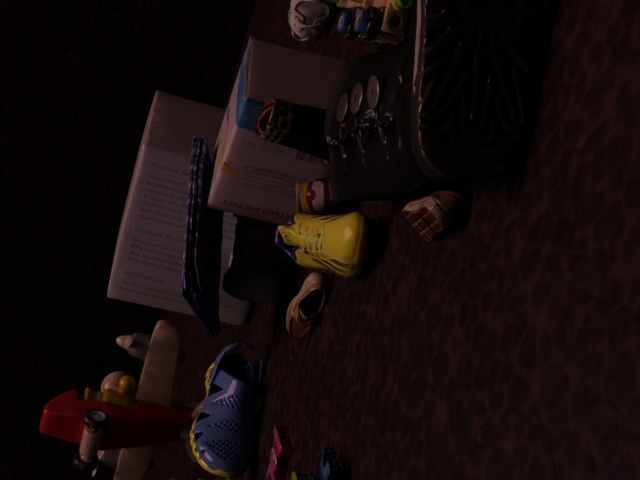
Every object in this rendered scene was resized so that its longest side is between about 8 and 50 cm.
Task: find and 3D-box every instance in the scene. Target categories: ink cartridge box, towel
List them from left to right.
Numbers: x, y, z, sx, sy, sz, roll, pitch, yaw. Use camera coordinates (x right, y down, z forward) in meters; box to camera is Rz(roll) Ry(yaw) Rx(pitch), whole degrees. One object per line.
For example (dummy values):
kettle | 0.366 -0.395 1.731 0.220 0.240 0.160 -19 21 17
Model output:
towel | -0.215 -0.004 1.953 0.243 0.040 0.335 75 -166 -64
ink cartridge box | -0.078 -0.193 1.869 0.197 0.198 0.270 -90 19 -45

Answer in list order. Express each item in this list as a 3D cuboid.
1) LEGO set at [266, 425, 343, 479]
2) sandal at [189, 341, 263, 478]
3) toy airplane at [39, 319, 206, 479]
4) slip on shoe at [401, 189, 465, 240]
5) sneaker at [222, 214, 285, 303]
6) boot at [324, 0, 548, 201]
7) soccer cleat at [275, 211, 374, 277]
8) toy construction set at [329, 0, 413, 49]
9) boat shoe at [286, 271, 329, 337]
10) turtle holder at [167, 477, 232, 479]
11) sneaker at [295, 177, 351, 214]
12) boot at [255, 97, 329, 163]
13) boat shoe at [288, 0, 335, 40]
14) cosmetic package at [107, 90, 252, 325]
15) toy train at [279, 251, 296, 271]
LEGO set | -0.007 0.345 1.285 0.227 0.087 0.093 -116 37 -61
sandal | -0.174 0.315 1.960 0.317 0.126 0.138 -94 25 -49
toy airplane | -0.429 0.403 2.409 0.386 0.384 0.272 -37 40 -6
slip on shoe | 0.131 -0.034 1.165 0.041 0.051 0.135 -38 -1 -9
sneaker | -0.124 -0.005 2.015 0.319 0.127 0.208 -121 40 -71
boot | 0.124 -0.227 1.200 0.445 0.146 0.366 172 112 -81
soccer cleat | 0.000 0.001 1.506 0.289 0.121 0.093 172 111 -76
toy construction set | 0.093 -0.398 1.492 0.327 0.151 0.215 -89 14 -82
boat shoe | -0.024 0.113 1.660 0.045 0.050 0.135 -86 15 -56
turtle holder | -0.273 0.549 1.798 0.320 0.228 0.243 161 112 -79
sneaker | 0.018 -0.070 1.652 0.185 0.084 0.069 -26 -65 -75
boot | -0.017 -0.173 1.622 0.236 0.179 0.085 -177 100 -76
boat shoe | -0.021 -0.481 2.165 0.277 0.098 0.096 -172 95 -87
cosmetic package | -0.279 -0.075 2.325 0.327 0.330 0.393 -98 25 -61
toy train | -0.045 -0.001 1.896 0.027 0.036 0.158 -92 20 -50
